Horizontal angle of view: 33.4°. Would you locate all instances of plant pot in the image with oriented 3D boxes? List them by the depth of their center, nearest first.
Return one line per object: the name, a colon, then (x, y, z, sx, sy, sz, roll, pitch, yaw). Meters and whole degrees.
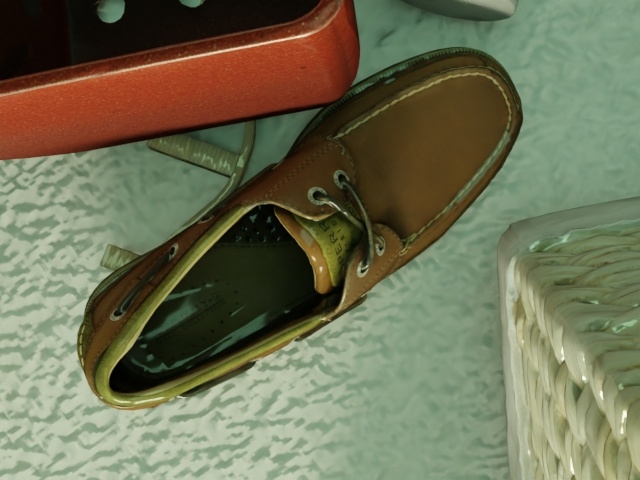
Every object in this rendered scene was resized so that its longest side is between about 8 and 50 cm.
plant pot: (-0.105, -0.170, 0.552, 0.267, 0.236, 0.267, -9, 79, 13)

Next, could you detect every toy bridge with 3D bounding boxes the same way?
toy bridge: (-0.077, -0.054, 0.672, 0.063, 0.026, 0.188, 20, 87, 2)

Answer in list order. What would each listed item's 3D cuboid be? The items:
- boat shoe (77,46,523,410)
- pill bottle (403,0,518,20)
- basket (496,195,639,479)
boat shoe: (0.000, 0.000, 0.615, 0.307, 0.104, 0.110, -39, 103, -2)
pill bottle: (0.099, -0.236, 0.635, 0.108, 0.108, 0.193, 14, 88, 2)
basket: (0.275, 0.147, 0.493, 0.328, 0.266, 0.331, -9, 105, -1)
